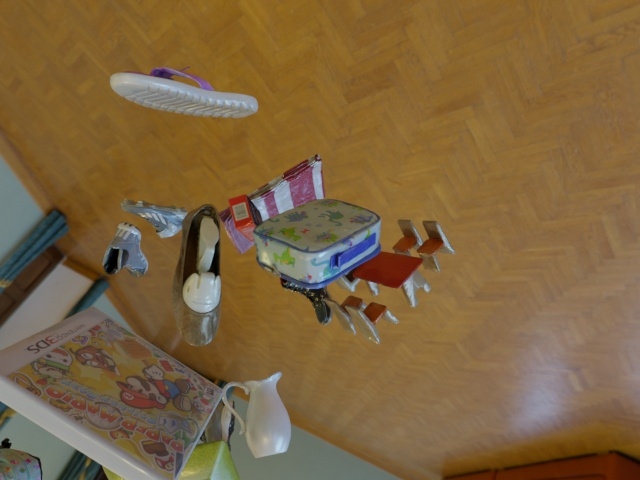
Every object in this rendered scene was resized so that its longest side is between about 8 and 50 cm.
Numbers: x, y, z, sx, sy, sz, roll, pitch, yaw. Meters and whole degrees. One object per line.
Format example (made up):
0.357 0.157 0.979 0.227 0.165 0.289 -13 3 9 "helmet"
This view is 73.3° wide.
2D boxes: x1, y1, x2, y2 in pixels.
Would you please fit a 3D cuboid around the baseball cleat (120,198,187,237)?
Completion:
-0.492 -0.062 1.278 0.205 0.110 0.072 6 -167 -45 "baseball cleat"

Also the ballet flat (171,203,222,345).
-0.271 0.062 0.993 0.116 0.343 0.124 11 149 -26 "ballet flat"

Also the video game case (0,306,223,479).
-0.239 0.174 0.517 0.227 0.026 0.206 34 -173 -2 "video game case"

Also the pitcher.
-0.176 0.485 1.190 0.177 0.207 0.125 -4 154 -16 "pitcher"

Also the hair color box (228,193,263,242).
-0.161 -0.047 0.967 0.043 0.072 0.141 -17 168 0 "hair color box"

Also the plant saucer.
-0.237 0.406 0.710 0.188 0.045 0.188 -7 133 -7 "plant saucer"

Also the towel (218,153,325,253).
-0.124 -0.097 1.254 0.037 0.329 0.237 52 168 21 "towel"

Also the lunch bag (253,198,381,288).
0.000 0.000 0.791 0.176 0.219 0.090 19 123 36 "lunch bag"

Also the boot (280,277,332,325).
-0.055 0.194 1.576 0.178 0.237 0.085 14 139 -34 "boot"

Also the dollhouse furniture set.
0.104 0.052 0.914 0.259 0.262 0.135 8 137 58 "dollhouse furniture set"

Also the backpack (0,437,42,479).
-0.731 0.557 0.991 0.181 0.152 0.115 -7 179 26 "backpack"

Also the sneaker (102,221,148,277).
-0.574 0.063 1.241 0.086 0.132 0.229 16 138 3 "sneaker"

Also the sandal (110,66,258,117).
-0.356 -0.407 1.157 0.169 0.102 0.416 -5 180 41 "sandal"

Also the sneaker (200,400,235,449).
-0.339 0.643 1.376 0.107 0.272 0.100 2 125 -4 "sneaker"
